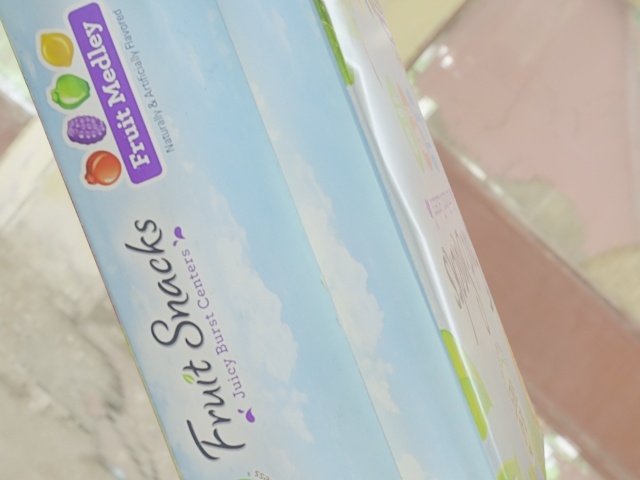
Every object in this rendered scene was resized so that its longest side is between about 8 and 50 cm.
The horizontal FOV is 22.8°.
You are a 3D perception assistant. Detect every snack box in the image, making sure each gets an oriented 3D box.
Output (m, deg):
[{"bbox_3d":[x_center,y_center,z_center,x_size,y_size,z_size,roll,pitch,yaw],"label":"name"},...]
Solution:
[{"bbox_3d":[0.000,0.000,0.415,0.207,0.070,0.174,-19,88,-81],"label":"snack box"}]
